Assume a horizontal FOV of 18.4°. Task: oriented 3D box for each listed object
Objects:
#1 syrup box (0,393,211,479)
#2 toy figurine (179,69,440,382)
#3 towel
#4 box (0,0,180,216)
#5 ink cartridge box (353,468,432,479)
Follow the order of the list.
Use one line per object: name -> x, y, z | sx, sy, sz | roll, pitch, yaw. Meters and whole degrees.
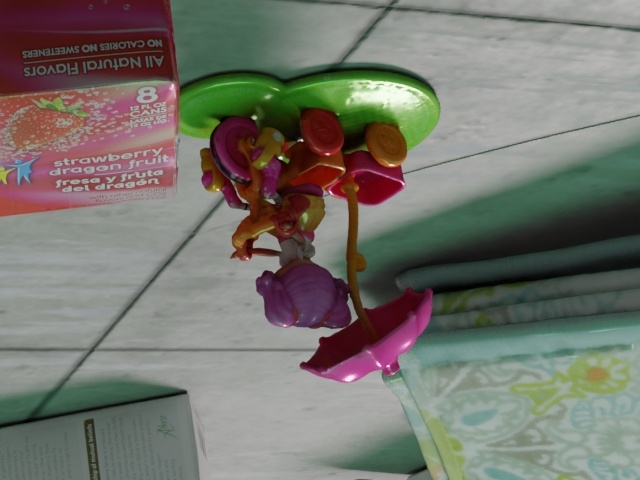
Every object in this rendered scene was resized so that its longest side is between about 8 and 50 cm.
syrup box -> -0.209, 0.199, 1.587 | 0.237, 0.096, 0.093 | -10, 156, 2
toy figurine -> 0.000, 0.000, 1.103 | 0.173, 0.159, 0.130 | 10, 151, -38
towel -> 0.246, 0.130, 1.421 | 0.374, 0.090, 0.320 | -7, 134, 21
box -> -0.194, -0.084, 0.860 | 0.257, 0.128, 0.122 | -6, 158, -7
ink cartridge box -> 0.206, 0.313, 1.887 | 0.353, 0.207, 0.119 | 9, 153, -39
